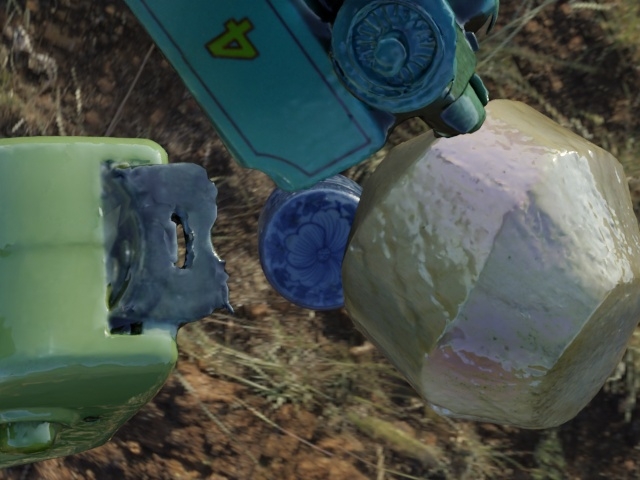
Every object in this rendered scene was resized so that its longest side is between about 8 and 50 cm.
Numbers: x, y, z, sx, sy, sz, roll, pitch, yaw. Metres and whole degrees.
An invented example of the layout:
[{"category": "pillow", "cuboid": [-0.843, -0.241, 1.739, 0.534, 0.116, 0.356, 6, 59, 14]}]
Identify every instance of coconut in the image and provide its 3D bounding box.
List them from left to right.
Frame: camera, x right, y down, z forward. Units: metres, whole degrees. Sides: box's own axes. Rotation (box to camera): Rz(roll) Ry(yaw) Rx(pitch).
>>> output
[{"category": "coconut", "cuboid": [0.134, 0.013, 0.915, 0.259, 0.259, 0.259, 2, 85, -18]}]

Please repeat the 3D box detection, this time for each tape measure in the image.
[{"category": "tape measure", "cuboid": [-0.138, 0.028, 0.403, 0.175, 0.200, 0.106, 0, 74, -17]}]

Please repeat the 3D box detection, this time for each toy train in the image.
[{"category": "toy train", "cuboid": [-0.006, -0.122, 0.565, 0.198, 0.154, 0.107, 56, 33, -17]}]

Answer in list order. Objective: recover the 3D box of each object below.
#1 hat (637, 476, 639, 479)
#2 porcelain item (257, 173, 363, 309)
[{"category": "hat", "cuboid": [0.487, 0.377, 1.624, 0.081, 0.122, 0.166, 9, 74, -14]}, {"category": "porcelain item", "cuboid": [0.000, 0.000, 1.321, 0.147, 0.114, 0.147, -1, 106, -3]}]
